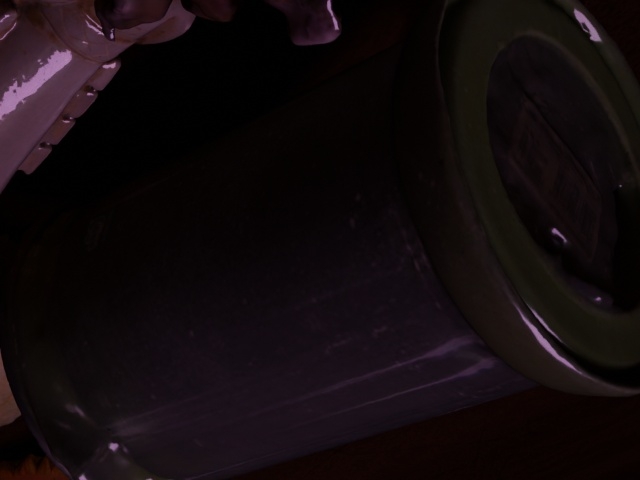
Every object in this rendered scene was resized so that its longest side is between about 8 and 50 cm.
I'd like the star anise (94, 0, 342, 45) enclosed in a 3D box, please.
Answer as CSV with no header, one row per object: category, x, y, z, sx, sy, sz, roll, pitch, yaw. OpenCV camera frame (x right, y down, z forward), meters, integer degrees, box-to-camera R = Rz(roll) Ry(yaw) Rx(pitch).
star anise,-0.020,-0.150,0.462,0.220,0.099,0.214,-20,138,-2

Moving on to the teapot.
teapot,0.000,0.000,0.708,0.337,0.270,0.200,-23,121,37

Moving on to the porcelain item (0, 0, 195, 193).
porcelain item,-0.102,-0.099,0.584,0.213,0.054,0.084,-40,153,21

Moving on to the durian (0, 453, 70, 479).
durian,-0.265,0.221,1.094,0.224,0.078,0.140,-10,167,-10

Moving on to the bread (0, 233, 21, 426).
bread,-0.203,0.058,0.810,0.172,0.064,0.232,-11,154,-28
